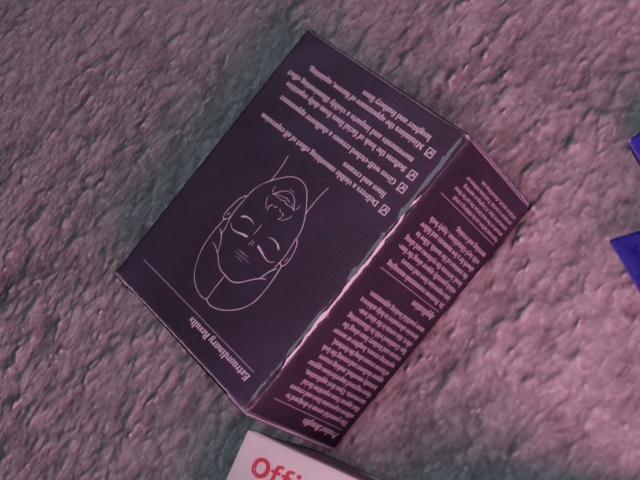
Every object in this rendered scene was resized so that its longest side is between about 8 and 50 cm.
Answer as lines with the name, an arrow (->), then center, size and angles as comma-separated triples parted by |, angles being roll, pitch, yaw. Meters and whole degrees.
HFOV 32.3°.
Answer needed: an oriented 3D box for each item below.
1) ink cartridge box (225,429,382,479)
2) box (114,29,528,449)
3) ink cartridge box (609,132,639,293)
ink cartridge box -> -0.018, 0.437, 1.202 | 0.279, 0.160, 0.385 | 17, 79, 35
box -> 0.000, 0.000, 1.355 | 0.395, 0.212, 0.293 | -50, 53, 2
ink cartridge box -> 0.491, -0.051, 1.085 | 0.395, 0.151, 0.270 | -34, 42, 17
